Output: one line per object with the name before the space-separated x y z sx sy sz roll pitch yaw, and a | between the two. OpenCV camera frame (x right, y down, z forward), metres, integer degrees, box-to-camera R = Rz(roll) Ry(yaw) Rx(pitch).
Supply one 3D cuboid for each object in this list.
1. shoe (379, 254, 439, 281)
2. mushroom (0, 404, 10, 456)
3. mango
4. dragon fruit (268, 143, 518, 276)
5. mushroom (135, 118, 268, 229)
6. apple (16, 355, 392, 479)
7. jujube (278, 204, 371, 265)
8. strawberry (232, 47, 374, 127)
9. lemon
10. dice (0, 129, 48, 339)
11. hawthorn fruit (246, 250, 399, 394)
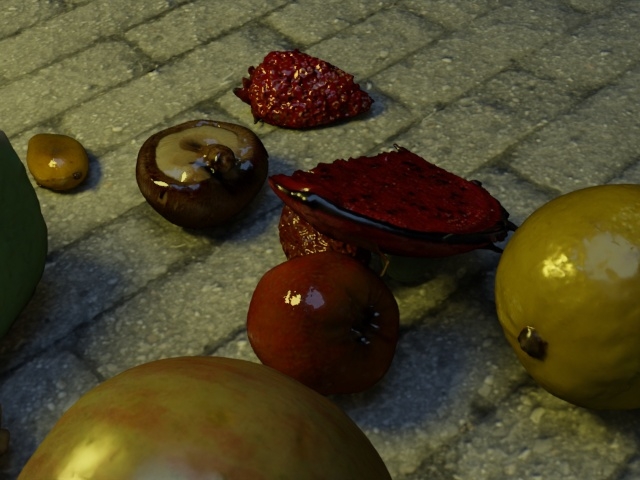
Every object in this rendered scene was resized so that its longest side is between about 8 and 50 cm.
shoe | 0.151 -0.011 1.305 0.195 0.079 0.078 -43 22 -23
mushroom | -0.456 0.250 1.042 0.166 0.127 0.166 -32 38 30
mango | -0.463 -0.146 1.483 0.101 0.066 0.187 -26 40 -21
dragon fruit | 0.114 -0.029 1.152 0.282 0.100 0.343 27 27 35
mushroom | -0.195 -0.105 1.381 0.194 0.138 0.231 17 37 38
apple | -0.110 0.303 0.799 0.346 0.391 0.391 26 51 8
jujube | 0.000 0.000 1.276 0.112 0.109 0.176 12 24 -37
strawberry | -0.029 -0.273 1.545 0.228 0.098 0.174 20 51 23
lemon | 0.366 0.067 1.057 0.296 0.297 0.297 -2 45 2
dice | -0.596 -0.003 1.140 0.330 0.318 0.322 5 39 25
hawthorn fruit | -0.014 0.106 1.129 0.225 0.197 0.196 2 39 46
